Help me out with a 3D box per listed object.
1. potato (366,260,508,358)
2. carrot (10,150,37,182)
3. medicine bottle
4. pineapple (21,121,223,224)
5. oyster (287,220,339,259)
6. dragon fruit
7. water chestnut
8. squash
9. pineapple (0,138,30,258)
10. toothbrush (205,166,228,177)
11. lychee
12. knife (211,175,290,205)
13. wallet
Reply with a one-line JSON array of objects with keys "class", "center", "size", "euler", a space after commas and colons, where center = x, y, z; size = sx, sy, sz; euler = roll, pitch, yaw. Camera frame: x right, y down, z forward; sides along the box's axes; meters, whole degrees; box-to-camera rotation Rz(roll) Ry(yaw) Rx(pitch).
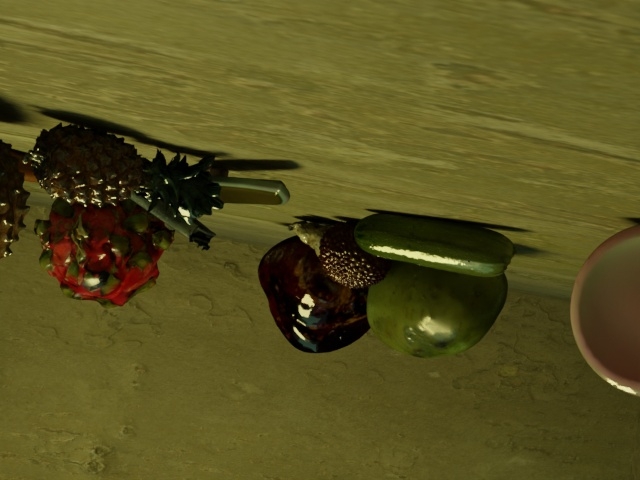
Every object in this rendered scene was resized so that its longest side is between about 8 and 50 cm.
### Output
[{"class": "potato", "center": [0.197, 0.101, 1.488], "size": [0.215, 0.216, 0.304], "euler": [11, 169, -13]}, {"class": "carrot", "center": [-0.419, -0.106, 1.325], "size": [0.043, 0.043, 0.247], "euler": [7, 178, 39]}, {"class": "medicine bottle", "center": [0.418, 0.088, 0.930], "size": [0.178, 0.178, 0.290], "euler": [7, 176, 44]}, {"class": "pineapple", "center": [-0.206, -0.070, 0.894], "size": [0.221, 0.083, 0.103], "euler": [10, 178, -42]}, {"class": "oyster", "center": [0.000, 0.000, 1.567], "size": [0.163, 0.081, 0.191], "euler": [13, 175, 34]}, {"class": "dragon fruit", "center": [-0.423, 0.006, 1.689], "size": [0.231, 0.237, 0.302], "euler": [31, -163, 23]}, {"class": "water chestnut", "center": [0.009, 0.098, 1.826], "size": [0.289, 0.289, 0.244], "euler": [12, -152, -28]}, {"class": "squash", "center": [0.159, 0.003, 1.195], "size": [0.238, 0.069, 0.069], "euler": [11, 177, 26]}, {"class": "pineapple", "center": [-0.379, -0.069, 0.807], "size": [0.201, 0.202, 0.362], "euler": [11, 162, -18]}, {"class": "toothbrush", "center": [-0.160, -0.073, 1.175], "size": [0.028, 0.037, 0.375], "euler": [8, 175, -14]}, {"class": "lychee", "center": [0.057, 0.024, 1.447], "size": [0.123, 0.123, 0.129], "euler": [7, 172, 45]}, {"class": "knife", "center": [-0.131, -0.057, 1.026], "size": [0.061, 0.027, 0.343], "euler": [29, 167, -33]}, {"class": "wallet", "center": [-0.240, -0.050, 1.276], "size": [0.167, 0.036, 0.222], "euler": [36, 176, 2]}]
